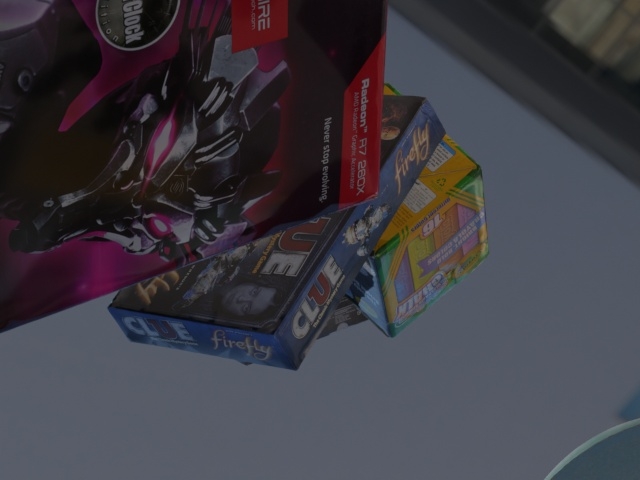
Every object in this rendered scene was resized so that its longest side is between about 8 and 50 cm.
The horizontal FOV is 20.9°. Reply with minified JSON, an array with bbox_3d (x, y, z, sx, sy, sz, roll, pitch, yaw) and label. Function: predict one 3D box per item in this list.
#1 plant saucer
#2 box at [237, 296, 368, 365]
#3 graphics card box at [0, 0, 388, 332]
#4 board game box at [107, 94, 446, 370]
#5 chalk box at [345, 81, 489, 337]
[{"bbox_3d":[0.218,0.181,1.226,0.195,0.195,0.037,26,-154,-38],"label":"plant saucer"},{"bbox_3d":[0.000,0.000,1.702,0.231,0.183,0.056,-20,-153,-28],"label":"box"},{"bbox_3d":[-0.126,-0.089,1.047,0.371,0.233,0.094,-19,-142,-30],"label":"graphics card box"},{"bbox_3d":[-0.031,-0.016,1.316,0.165,0.243,0.042,6,140,37],"label":"board game box"},{"bbox_3d":[0.065,-0.014,1.585,0.132,0.132,0.213,44,165,25],"label":"chalk box"}]
